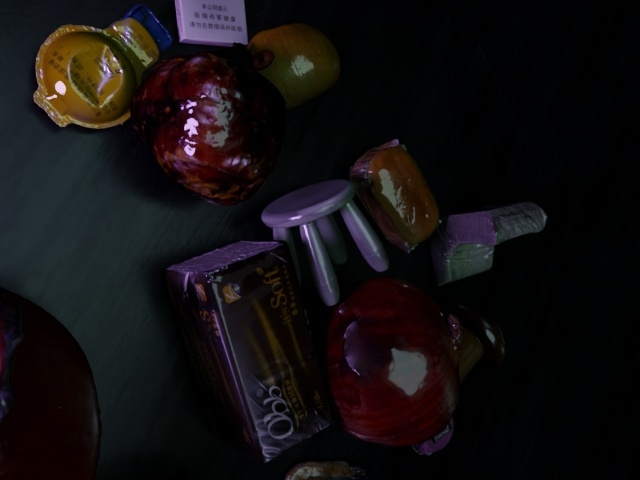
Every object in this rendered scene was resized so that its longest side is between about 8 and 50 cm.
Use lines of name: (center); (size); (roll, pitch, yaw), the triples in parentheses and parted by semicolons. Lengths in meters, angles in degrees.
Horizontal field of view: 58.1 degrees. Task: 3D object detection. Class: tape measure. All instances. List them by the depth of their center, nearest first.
tape measure: (0.266, 0.461, 1.417); (0.125, 0.074, 0.118); (-37, 111, -25)

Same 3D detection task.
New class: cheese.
cheese: (-0.365, -0.299, 0.984); (0.177, 0.069, 0.270); (50, 63, -25)

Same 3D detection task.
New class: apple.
apple: (-0.060, -0.343, 1.125); (0.183, 0.182, 0.155); (-34, 102, -28)

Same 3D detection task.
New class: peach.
peach: (-0.484, 0.260, 0.769); (0.340, 0.353, 0.415); (0, 100, 10)

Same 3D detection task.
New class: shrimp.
shrimp: (0.011, 0.558, 1.266); (0.220, 0.046, 0.152); (7, 87, -30)

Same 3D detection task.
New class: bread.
bread: (0.178, -0.102, 1.328); (0.136, 0.107, 0.241); (-42, 112, -23)

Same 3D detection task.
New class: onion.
onion: (0.125, 0.235, 1.170); (0.342, 0.341, 0.340); (-1, 92, -34)

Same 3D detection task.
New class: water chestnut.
water chestnut: (-0.176, -0.205, 0.996); (0.244, 0.289, 0.289); (-40, 115, 5)

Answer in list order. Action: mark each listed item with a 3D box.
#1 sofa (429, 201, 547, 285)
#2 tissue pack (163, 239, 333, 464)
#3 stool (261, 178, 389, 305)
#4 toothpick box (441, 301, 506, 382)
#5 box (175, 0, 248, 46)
sofa: (0.410, 0.008, 1.414); (0.210, 0.226, 0.175); (-12, 94, -36)
tissue pack: (-0.128, 0.198, 1.077); (0.198, 0.210, 0.369); (-22, 102, -37)
stool: (0.000, 0.000, 1.164); (0.195, 0.195, 0.198); (-28, 111, -31)
toothpick box: (0.304, 0.283, 1.377); (0.294, 0.192, 0.192); (-39, 111, -21)
box: (-0.215, -0.499, 1.099); (0.139, 0.035, 0.245); (-6, 95, -33)
